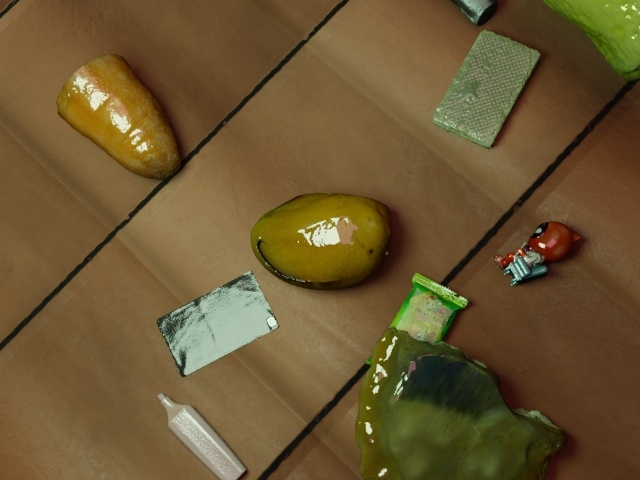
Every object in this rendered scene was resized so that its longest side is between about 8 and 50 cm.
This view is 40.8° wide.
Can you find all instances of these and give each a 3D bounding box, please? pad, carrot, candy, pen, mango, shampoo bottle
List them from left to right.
[{"bbox_3d":[-0.343,-0.197,1.534,0.159,0.159,0.225,-40,84,-4],"label":"carrot"},{"bbox_3d":[-0.206,0.328,1.440,0.053,0.032,0.197,-44,78,-4],"label":"pen"},{"bbox_3d":[-0.180,0.145,1.498,0.193,0.004,0.116,-27,74,0],"label":"pad"},{"bbox_3d":[0.000,0.000,1.446,0.236,0.136,0.166,5,80,13],"label":"mango"},{"bbox_3d":[0.161,0.152,1.440,0.102,0.032,0.178,30,82,11],"label":"candy"},{"bbox_3d":[0.237,-0.482,1.580,0.063,0.057,0.207,-40,73,3],"label":"shampoo bottle"}]

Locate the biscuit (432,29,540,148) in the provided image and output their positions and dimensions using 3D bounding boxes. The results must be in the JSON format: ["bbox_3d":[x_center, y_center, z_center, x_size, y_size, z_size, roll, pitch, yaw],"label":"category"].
[{"bbox_3d":[0.296,-0.272,1.529,0.121,0.040,0.199,27,81,14],"label":"biscuit"}]

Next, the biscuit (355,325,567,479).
[{"bbox_3d":[0.222,0.295,1.365,0.335,0.078,0.329,-4,86,1],"label":"biscuit"}]

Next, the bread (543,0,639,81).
[{"bbox_3d":[0.528,-0.450,1.401,0.348,0.348,0.307,-31,80,-2],"label":"bread"}]

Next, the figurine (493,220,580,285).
[{"bbox_3d":[0.365,0.020,1.432,0.140,0.068,0.075,-32,72,0],"label":"figurine"}]
